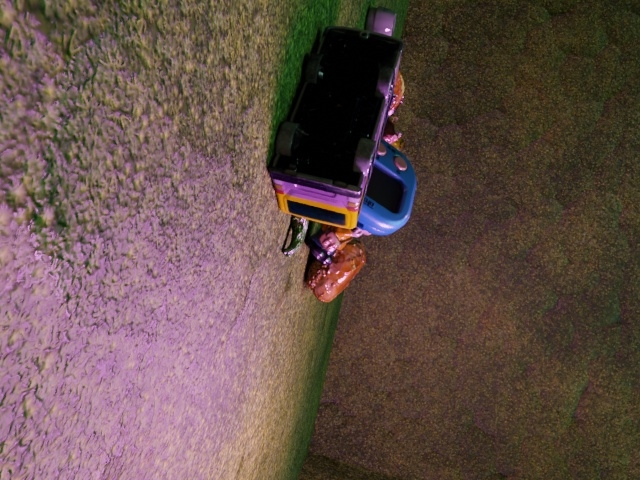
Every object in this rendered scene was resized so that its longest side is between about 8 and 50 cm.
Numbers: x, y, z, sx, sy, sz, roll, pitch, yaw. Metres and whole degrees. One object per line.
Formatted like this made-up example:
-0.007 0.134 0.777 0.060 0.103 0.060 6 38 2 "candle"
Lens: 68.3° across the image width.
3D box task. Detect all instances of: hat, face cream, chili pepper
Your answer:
0.164 -0.401 1.760 0.107 0.237 0.286 39 27 -47 "hat"
0.230 -0.829 1.804 0.117 0.104 0.117 14 90 -81 "face cream"
-0.061 -0.044 1.290 0.073 0.050 0.182 -61 165 -84 "chili pepper"

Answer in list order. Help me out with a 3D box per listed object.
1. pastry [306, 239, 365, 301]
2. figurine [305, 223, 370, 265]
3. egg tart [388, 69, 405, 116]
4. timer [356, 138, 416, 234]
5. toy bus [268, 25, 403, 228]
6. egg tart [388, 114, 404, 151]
0.052 0.099 1.764 0.255 0.162 0.311 -54 170 9 "pastry"
0.098 -0.075 1.565 0.185 0.333 0.204 36 31 -62 "figurine"
0.187 -0.542 1.669 0.170 0.216 0.215 -83 -179 -60 "egg tart"
0.116 -0.187 1.369 0.115 0.340 0.308 -40 -156 49 "timer"
0.050 -0.271 1.134 0.249 0.210 0.439 86 20 -66 "toy bus"
0.237 -0.360 2.028 0.387 0.169 0.388 -56 178 -3 "egg tart"
